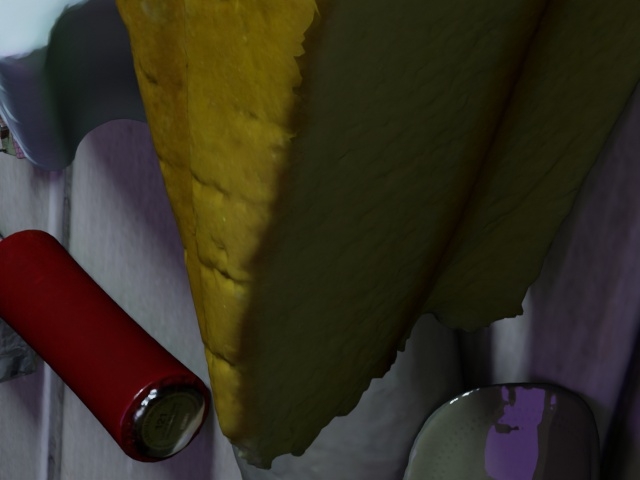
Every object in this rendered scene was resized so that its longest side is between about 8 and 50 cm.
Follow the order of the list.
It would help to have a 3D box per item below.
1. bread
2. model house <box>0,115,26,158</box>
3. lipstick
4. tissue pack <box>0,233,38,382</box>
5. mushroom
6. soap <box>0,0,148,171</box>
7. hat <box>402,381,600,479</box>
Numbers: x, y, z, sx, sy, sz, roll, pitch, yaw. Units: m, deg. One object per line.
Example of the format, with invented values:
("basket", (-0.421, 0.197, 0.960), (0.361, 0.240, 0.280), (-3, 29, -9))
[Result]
("bread", (0.062, -0.056, 0.820), (0.245, 0.233, 0.362), (23, 130, 50))
("model house", (-0.243, -0.105, 1.463), (0.058, 0.057, 0.083), (17, 120, 60))
("lipstick", (-0.176, 0.077, 1.438), (0.241, 0.080, 0.080), (40, 139, 42))
("tissue pack", (-0.298, 0.038, 1.635), (0.148, 0.060, 0.109), (47, 142, 37))
("mushroom", (0.004, 0.007, 1.048), (0.154, 0.137, 0.407), (-125, 24, -50))
("soap", (-0.176, -0.167, 1.135), (0.208, 0.115, 0.347), (62, 172, 6))
("hat", (0.127, 0.179, 1.026), (0.166, 0.144, 0.173), (15, 76, 48))
